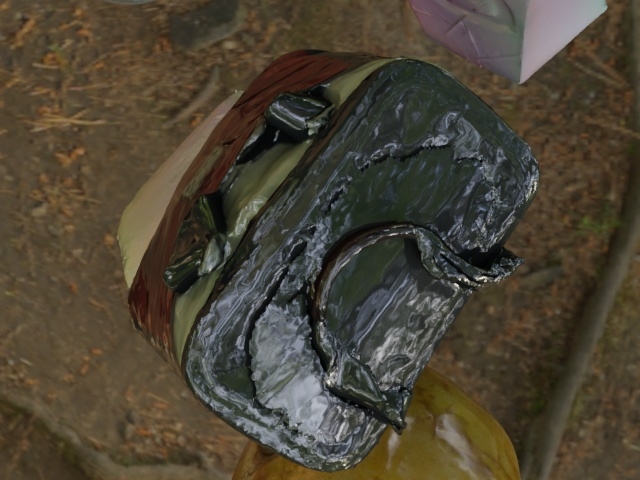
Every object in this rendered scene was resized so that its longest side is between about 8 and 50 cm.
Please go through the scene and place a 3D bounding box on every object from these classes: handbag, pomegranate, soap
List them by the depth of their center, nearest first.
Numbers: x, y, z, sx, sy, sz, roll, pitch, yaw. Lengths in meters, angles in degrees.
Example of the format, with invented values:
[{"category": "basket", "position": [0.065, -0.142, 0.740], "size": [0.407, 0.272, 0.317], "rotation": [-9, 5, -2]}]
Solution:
[{"category": "handbag", "position": [0.000, 0.000, 0.745], "size": [0.181, 0.181, 0.254], "rotation": [36, 86, -24]}, {"category": "soap", "position": [0.111, -0.268, 0.882], "size": [0.109, 0.193, 0.324], "rotation": [-44, 135, -11]}, {"category": "pomegranate", "position": [0.052, 0.237, 1.047], "size": [0.264, 0.264, 0.264], "rotation": [-4, 98, -31]}]

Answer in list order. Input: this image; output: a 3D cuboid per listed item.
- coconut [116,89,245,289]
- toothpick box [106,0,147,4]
[{"category": "coconut", "position": [-0.046, -0.017, 1.374], "size": [0.297, 0.309, 0.297], "rotation": [36, 34, -29]}, {"category": "toothpick box", "position": [-0.251, -0.427, 1.510], "size": [0.263, 0.355, 0.263], "rotation": [-1, 95, -10]}]
